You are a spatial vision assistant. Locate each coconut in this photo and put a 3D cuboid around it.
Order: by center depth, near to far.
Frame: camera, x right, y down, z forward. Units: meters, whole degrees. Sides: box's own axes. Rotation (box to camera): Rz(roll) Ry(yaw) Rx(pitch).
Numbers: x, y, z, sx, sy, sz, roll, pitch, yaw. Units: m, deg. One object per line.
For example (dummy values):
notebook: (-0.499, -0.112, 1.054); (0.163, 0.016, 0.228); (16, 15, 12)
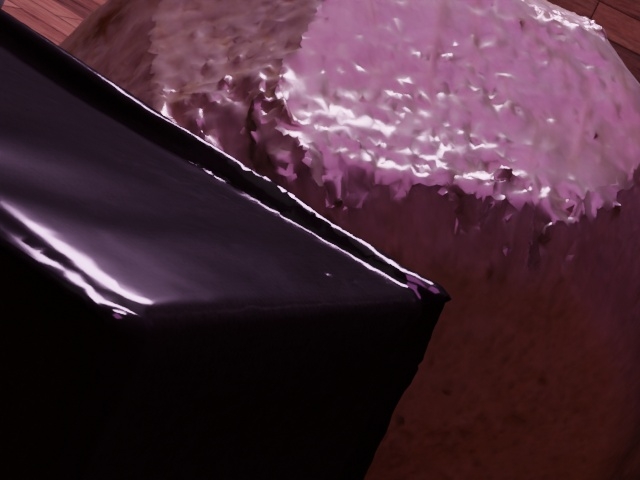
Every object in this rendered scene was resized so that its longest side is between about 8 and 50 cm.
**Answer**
coconut: (0.000, 0.000, 0.861); (0.415, 0.345, 0.415); (25, 17, -8)

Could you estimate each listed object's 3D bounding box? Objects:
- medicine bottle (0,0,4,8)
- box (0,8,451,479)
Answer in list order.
medicine bottle: (-0.448, -0.300, 1.693); (0.216, 0.090, 0.090); (11, 20, -44)
box: (-0.173, 0.047, 0.594); (0.345, 0.251, 0.204); (31, 16, 25)
